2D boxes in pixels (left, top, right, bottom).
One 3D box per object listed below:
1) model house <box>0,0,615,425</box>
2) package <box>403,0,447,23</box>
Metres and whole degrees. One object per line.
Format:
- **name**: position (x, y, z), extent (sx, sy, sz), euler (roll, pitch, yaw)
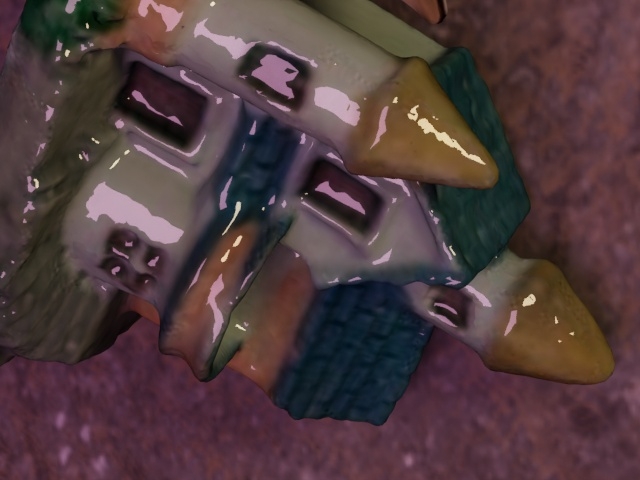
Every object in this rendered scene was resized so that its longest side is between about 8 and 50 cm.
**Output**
- **model house**: position (0.000, 0.000, 0.895), extent (0.325, 0.194, 0.267), euler (30, 119, 8)
- **package**: position (0.018, -0.280, 0.739), extent (0.221, 0.165, 0.311), euler (48, 169, 35)
